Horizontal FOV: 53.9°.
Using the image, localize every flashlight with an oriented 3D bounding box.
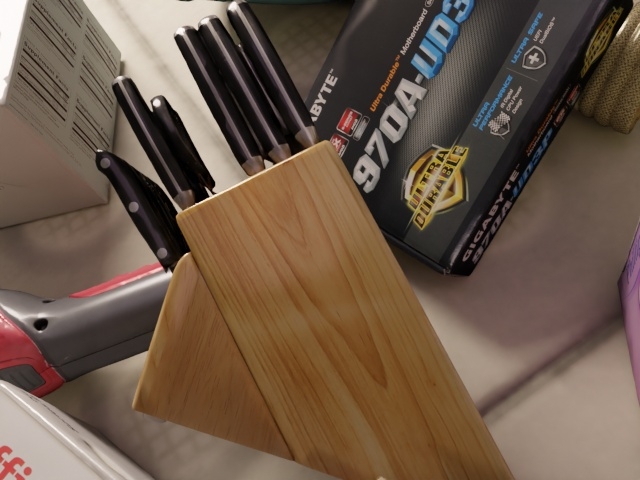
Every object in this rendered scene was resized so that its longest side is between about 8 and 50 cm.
[{"bbox_3d":[-0.147,0.045,0.470,0.304,0.103,0.103,-22,83,-1],"label":"flashlight"}]

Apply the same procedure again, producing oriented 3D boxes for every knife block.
[{"bbox_3d":[0.000,0.000,0.372,0.276,0.088,0.241,17,85,6],"label":"knife block"}]

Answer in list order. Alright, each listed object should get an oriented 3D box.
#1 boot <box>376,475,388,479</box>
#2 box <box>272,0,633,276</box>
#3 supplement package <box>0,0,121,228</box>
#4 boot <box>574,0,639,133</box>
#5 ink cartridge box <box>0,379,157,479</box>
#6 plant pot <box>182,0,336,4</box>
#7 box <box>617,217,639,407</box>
[{"bbox_3d":[0.034,0.301,0.199,0.284,0.138,0.377,36,71,15],"label":"boot"},{"bbox_3d":[0.085,-0.109,0.459,0.175,0.051,0.220,36,104,29],"label":"box"},{"bbox_3d":[-0.314,-0.133,0.586,0.194,0.149,0.203,-12,59,9],"label":"supplement package"},{"bbox_3d":[0.219,-0.223,0.506,0.204,0.095,0.261,28,82,29],"label":"boot"},{"bbox_3d":[-0.181,0.256,0.333,0.211,0.121,0.289,26,70,28],"label":"ink cartridge box"},{"bbox_3d":[0.002,-0.340,0.564,0.256,0.271,0.271,11,63,6],"label":"plant pot"},{"bbox_3d":[0.288,0.015,0.284,0.243,0.213,0.117,-3,59,14],"label":"box"}]
